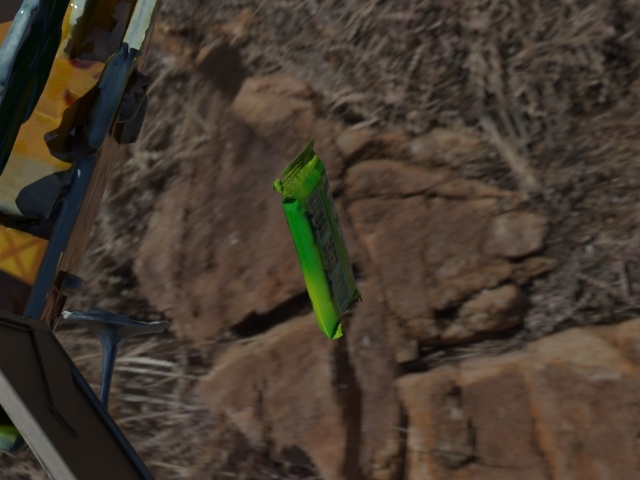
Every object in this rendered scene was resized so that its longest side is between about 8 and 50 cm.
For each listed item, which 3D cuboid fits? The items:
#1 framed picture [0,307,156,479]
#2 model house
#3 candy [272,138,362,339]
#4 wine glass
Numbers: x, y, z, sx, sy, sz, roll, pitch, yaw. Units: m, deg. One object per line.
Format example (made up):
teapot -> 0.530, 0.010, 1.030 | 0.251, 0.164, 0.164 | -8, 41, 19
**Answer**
framed picture -> -0.110, 0.074, 0.727 | 0.011, 0.149, 0.109 | -35, 80, 0
model house -> -0.208, -0.069, 0.878 | 0.243, 0.358, 0.312 | 17, 86, -3
candy -> -0.001, 0.000, 1.669 | 0.032, 0.102, 0.178 | -8, 116, 19
wine glass -> -0.188, 0.152, 1.436 | 0.122, 0.122, 0.182 | 7, 84, -13
